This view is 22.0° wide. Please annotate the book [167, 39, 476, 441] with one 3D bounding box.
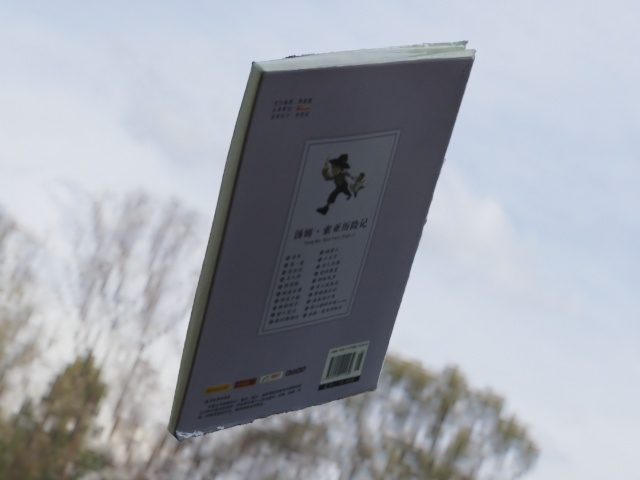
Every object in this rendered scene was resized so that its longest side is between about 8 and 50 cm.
[{"bbox_3d":[0.000,0.000,0.724,0.127,0.181,0.014,-10,35,-41],"label":"book"}]
